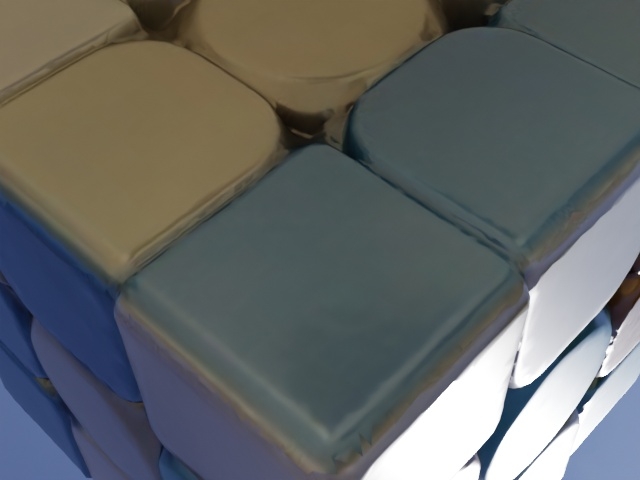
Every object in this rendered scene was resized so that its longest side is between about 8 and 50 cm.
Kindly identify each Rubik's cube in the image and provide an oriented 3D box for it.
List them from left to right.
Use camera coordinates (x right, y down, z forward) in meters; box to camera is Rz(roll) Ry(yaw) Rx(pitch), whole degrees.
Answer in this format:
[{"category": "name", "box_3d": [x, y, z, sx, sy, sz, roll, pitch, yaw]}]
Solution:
[{"category": "Rubik's cube", "box_3d": [0.000, 0.000, 0.568, 0.347, 0.346, 0.344, 35, -122, 27]}]
